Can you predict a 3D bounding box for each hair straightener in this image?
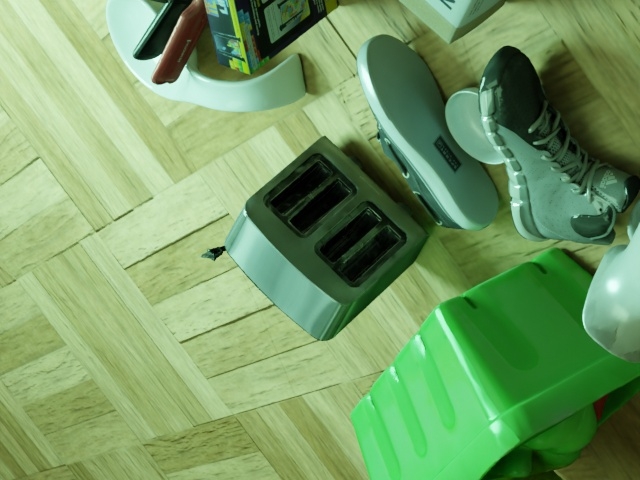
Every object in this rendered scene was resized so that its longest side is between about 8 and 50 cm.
[{"bbox_3d":[-0.147,-0.278,1.685,0.089,0.047,0.230,49,130,27],"label":"hair straightener"}]

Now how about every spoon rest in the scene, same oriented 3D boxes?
[{"bbox_3d":[-0.147,-0.204,1.788,0.276,0.084,0.137,22,139,35],"label":"spoon rest"}]

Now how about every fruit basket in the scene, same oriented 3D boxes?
[{"bbox_3d":[0.214,0.250,1.634,0.392,0.283,0.392,39,142,40],"label":"fruit basket"}]

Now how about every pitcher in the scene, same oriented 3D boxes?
[{"bbox_3d":[0.324,-0.010,1.363,0.126,0.177,0.207,25,144,-17],"label":"pitcher"}]

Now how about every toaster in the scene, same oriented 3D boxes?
[{"bbox_3d":[0.000,0.000,1.731,0.168,0.186,0.110,44,152,9],"label":"toaster"}]

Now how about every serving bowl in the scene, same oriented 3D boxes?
[{"bbox_3d":[0.163,-0.116,1.557,0.083,0.027,0.083,32,144,27],"label":"serving bowl"}]

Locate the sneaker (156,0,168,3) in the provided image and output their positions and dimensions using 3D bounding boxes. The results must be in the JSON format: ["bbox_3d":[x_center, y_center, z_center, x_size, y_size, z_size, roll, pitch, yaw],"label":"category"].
[{"bbox_3d":[-0.232,-0.357,1.724,0.300,0.111,0.121,38,104,41],"label":"sneaker"}]

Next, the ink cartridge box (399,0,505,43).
[{"bbox_3d":[0.103,-0.314,1.368,0.193,0.088,0.234,43,147,11],"label":"ink cartridge box"}]

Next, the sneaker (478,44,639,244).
[{"bbox_3d":[0.233,-0.082,1.472,0.132,0.086,0.228,15,145,35],"label":"sneaker"}]

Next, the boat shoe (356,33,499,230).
[{"bbox_3d":[0.095,-0.104,1.615,0.076,0.080,0.228,-11,122,53],"label":"boat shoe"}]

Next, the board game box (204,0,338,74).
[{"bbox_3d":[-0.054,-0.271,1.551,0.048,0.141,0.170,22,139,34],"label":"board game box"}]
